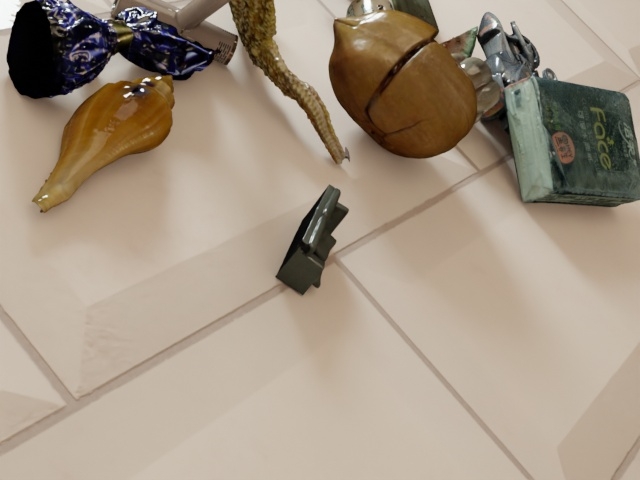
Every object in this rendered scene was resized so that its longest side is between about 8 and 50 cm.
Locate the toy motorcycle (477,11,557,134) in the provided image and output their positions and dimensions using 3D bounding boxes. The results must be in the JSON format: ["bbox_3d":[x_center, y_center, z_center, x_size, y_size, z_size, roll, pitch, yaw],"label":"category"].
[{"bbox_3d":[0.375,-0.316,1.986,0.173,0.108,0.307,27,50,-27],"label":"toy motorcycle"}]

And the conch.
[{"bbox_3d":[-0.265,-0.141,1.259,0.109,0.093,0.330,36,36,-2],"label":"conch"}]

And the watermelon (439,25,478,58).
[{"bbox_3d":[0.286,-0.402,2.037,0.080,0.101,0.155,35,26,11],"label":"watermelon"}]

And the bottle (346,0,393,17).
[{"bbox_3d":[0.099,-0.373,1.825,0.099,0.099,0.152,18,46,-28],"label":"bottle"}]

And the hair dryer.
[{"bbox_3d":[-0.182,-0.356,1.457,0.195,0.220,0.054,20,62,-22],"label":"hair dryer"}]

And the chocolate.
[{"bbox_3d":[-0.275,-0.273,1.377,0.148,0.126,0.343,11,18,32],"label":"chocolate"}]

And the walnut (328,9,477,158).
[{"bbox_3d":[0.123,-0.252,1.620,0.298,0.203,0.203,36,35,-24],"label":"walnut"}]

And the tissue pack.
[{"bbox_3d":[0.488,-0.183,1.911,0.315,0.103,0.228,1,78,-41],"label":"tissue pack"}]

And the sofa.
[{"bbox_3d":[0.000,0.000,1.358,0.060,0.085,0.147,32,37,-6],"label":"sofa"}]

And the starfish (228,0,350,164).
[{"bbox_3d":[-0.075,-0.370,1.560,0.132,0.384,0.398,-15,47,-3],"label":"starfish"}]

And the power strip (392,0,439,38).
[{"bbox_3d":[0.188,-0.497,2.077,0.092,0.034,0.268,18,42,-29],"label":"power strip"}]

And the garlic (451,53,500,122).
[{"bbox_3d":[0.241,-0.266,1.829,0.194,0.127,0.131,-31,78,-32],"label":"garlic"}]
